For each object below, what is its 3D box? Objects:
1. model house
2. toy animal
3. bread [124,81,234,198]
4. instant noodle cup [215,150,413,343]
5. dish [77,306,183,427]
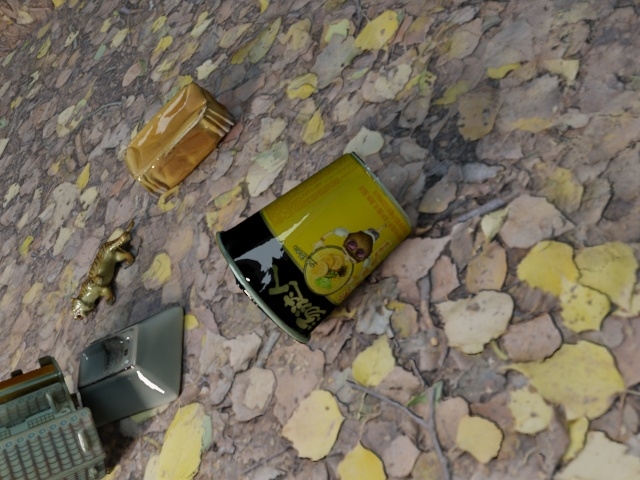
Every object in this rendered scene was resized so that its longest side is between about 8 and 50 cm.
[{"bbox_3d":[-0.505,0.349,1.020,0.215,0.224,0.198,37,135,48],"label":"model house"},{"bbox_3d":[-0.468,0.063,1.290,0.099,0.057,0.241,9,73,42],"label":"toy animal"},{"bbox_3d":[-0.305,-0.216,1.284,0.241,0.107,0.136,-44,49,11],"label":"bread"},{"bbox_3d":[0.000,0.000,0.870,0.236,0.215,0.215,-39,47,3],"label":"instant noodle cup"},{"bbox_3d":[-0.367,0.227,1.102,0.243,0.080,0.181,-24,53,25],"label":"dish"}]
